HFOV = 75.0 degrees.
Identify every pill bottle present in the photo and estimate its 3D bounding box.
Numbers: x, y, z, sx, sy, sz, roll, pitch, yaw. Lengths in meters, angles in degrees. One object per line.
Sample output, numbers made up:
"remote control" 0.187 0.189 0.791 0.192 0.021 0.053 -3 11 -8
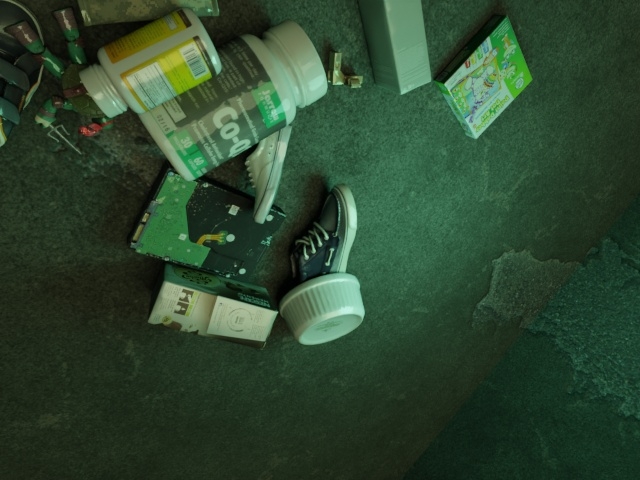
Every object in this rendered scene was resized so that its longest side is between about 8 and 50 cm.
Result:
"pill bottle" -0.290 -0.299 0.717 0.215 0.117 0.117 -30 129 -7
"pill bottle" -0.182 -0.298 0.879 0.361 0.204 0.204 -33 130 -7

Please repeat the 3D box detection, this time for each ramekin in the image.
"ramekin" 0.013 0.226 1.312 0.273 0.127 0.272 -16 150 -9

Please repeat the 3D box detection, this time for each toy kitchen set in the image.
"toy kitchen set" 0.071 -0.422 1.029 0.083 0.068 0.075 -11 124 -23

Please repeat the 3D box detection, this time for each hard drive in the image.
"hard drive" -0.286 -0.035 1.082 0.339 0.064 0.236 20 108 -37

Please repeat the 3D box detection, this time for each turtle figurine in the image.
"turtle figurine" -0.444 -0.287 0.767 0.175 0.118 0.234 -53 141 -39

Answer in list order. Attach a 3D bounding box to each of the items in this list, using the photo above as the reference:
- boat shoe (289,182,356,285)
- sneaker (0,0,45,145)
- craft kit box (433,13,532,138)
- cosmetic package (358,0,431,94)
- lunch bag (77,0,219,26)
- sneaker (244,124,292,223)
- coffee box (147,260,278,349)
"boat shoe" 0.000 0.000 1.215 0.158 0.127 0.340 -14 129 -24
"sneaker" -0.585 -0.262 0.732 0.126 0.127 0.321 22 106 -36
"craft kit box" 0.488 -0.476 1.239 0.250 0.061 0.247 -48 133 6
"cosmetic package" 0.180 -0.493 1.009 0.107 0.127 0.237 -27 131 -11
"lunch bag" -0.304 -0.524 0.670 0.236 0.169 0.286 -16 137 -20
"sneaker" -0.144 -0.173 1.040 0.091 0.094 0.257 14 90 -5
"coffee box" -0.282 0.168 1.098 0.297 0.168 0.118 20 98 -23
